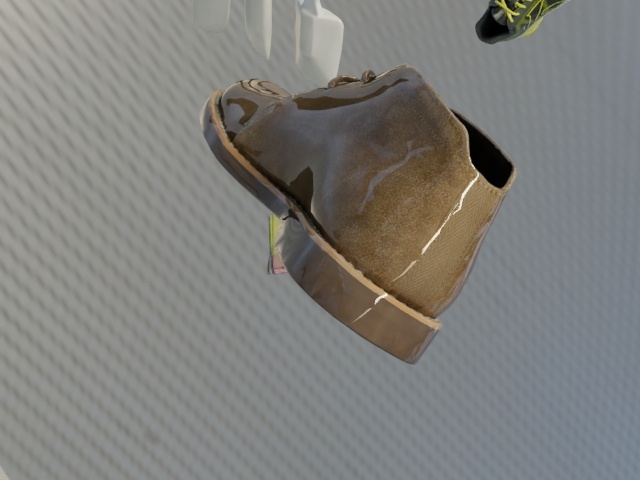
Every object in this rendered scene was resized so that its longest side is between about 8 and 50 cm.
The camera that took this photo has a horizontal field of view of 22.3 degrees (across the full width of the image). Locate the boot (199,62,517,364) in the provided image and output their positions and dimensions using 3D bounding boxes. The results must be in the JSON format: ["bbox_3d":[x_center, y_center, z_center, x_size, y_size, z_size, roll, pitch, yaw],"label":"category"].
[{"bbox_3d":[0.020,-0.045,0.878,0.112,0.115,0.305,32,8,-26],"label":"boot"}]

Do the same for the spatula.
[{"bbox_3d":[-0.047,-0.254,1.401,0.168,0.242,0.019,32,49,27],"label":"spatula"}]

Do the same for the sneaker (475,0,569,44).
[{"bbox_3d":[0.115,-0.133,0.900,0.035,0.083,0.031,-31,76,-32],"label":"sneaker"}]

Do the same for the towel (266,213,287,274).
[{"bbox_3d":[0.000,0.000,1.228,0.009,0.083,0.060,83,3,-51],"label":"towel"}]

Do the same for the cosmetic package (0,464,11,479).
[{"bbox_3d":[-0.222,0.162,0.807,0.129,0.153,0.296,-24,55,-27],"label":"cosmetic package"}]
